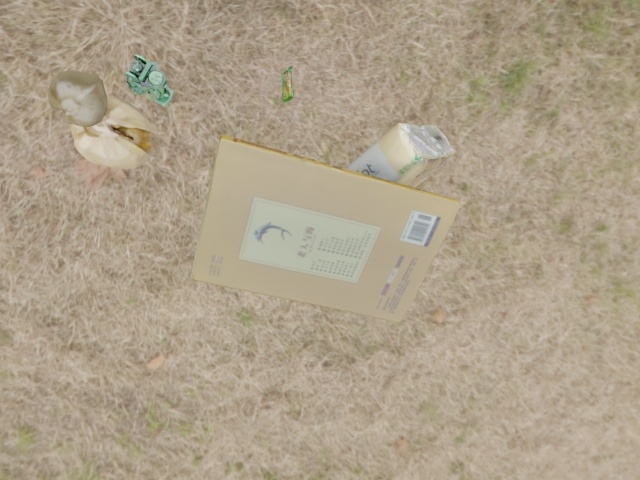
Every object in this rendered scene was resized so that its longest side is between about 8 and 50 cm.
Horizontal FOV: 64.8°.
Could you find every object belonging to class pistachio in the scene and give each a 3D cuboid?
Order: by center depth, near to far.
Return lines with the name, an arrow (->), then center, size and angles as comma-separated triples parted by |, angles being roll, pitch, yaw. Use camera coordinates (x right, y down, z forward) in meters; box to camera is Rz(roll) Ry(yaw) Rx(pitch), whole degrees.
pistachio -> -0.455, -0.272, 0.954 | 0.112, 0.149, 0.113 | -9, 119, -16
pistachio -> -0.458, -0.235, 1.129 | 0.157, 0.229, 0.158 | 0, 90, 10

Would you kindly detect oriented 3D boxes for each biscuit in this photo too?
biscuit -> -0.087, -0.403, 1.309 | 0.016, 0.046, 0.089 | -1, 85, -38

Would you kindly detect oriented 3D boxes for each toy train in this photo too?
toy train -> -0.428, -0.397, 1.263 | 0.104, 0.178, 0.071 | 29, 84, -12

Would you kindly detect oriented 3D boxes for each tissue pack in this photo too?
tissue pack -> 0.117, -0.118, 0.914 | 0.222, 0.090, 0.186 | -36, 170, 35

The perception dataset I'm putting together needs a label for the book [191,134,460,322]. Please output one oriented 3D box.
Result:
book -> 0.000, 0.000, 0.823 | 0.388, 0.032, 0.269 | 15, 122, -11
